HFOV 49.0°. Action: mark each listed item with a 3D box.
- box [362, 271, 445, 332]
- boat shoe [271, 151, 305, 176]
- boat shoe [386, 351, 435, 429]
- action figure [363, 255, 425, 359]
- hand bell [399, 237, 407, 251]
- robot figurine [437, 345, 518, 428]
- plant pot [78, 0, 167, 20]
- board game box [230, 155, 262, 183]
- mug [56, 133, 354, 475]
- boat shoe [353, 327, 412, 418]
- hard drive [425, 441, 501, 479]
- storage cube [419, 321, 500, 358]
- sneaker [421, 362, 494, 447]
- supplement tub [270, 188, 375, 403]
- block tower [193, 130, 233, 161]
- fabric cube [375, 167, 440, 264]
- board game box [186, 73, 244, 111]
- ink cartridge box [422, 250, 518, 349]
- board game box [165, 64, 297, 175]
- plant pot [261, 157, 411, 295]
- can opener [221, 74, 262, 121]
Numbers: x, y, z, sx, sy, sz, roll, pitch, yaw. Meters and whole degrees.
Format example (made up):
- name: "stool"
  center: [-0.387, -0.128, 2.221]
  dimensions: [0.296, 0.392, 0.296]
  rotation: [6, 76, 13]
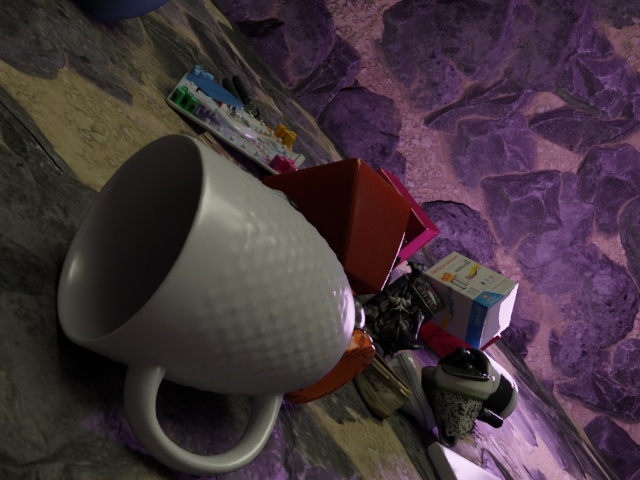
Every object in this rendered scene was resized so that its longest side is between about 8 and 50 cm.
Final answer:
- name: "box"
  center: [0.237, 0.190, 1.980]
  dimensions: [0.142, 0.163, 0.247]
  rotation: [55, 14, 11]
- name: "boat shoe"
  center: [-0.113, -0.253, 2.210]
  dimensions: [0.084, 0.095, 0.258]
  rotation: [52, 12, -9]
- name: "boat shoe"
  center: [0.200, 0.353, 1.618]
  dimensions: [0.083, 0.076, 0.226]
  rotation: [-111, 178, -66]
- name: "action figure"
  center: [0.191, 0.184, 1.783]
  dimensions: [0.164, 0.275, 0.141]
  rotation: [12, -7, -1]
- name: "hand bell"
  center: [0.116, 0.071, 1.748]
  dimensions: [0.126, 0.242, 0.126]
  rotation: [46, 15, -16]
- name: "robot figurine"
  center: [0.454, 0.422, 2.041]
  dimensions: [0.174, 0.209, 0.278]
  rotation: [-3, -33, 47]
- name: "plant pot"
  center: [-0.538, -0.685, 1.809]
  dimensions: [0.290, 0.195, 0.290]
  rotation: [46, 15, -16]
- name: "board game box"
  center: [-0.160, -0.090, 1.732]
  dimensions: [0.165, 0.042, 0.243]
  rotation: [40, 17, -35]
- name: "mug"
  center: [-0.127, 0.104, 0.895]
  dimensions: [0.328, 0.276, 0.374]
  rotation: [34, 54, -39]
- name: "boat shoe"
  center: [0.101, 0.250, 1.542]
  dimensions: [0.104, 0.089, 0.285]
  rotation: [27, 25, -56]
- name: "hard drive"
  center: [0.370, 0.592, 1.580]
  dimensions: [0.319, 0.040, 0.210]
  rotation: [38, 17, -40]
- name: "storage cube"
  center: [0.454, 0.282, 2.356]
  dimensions: [0.184, 0.193, 0.215]
  rotation: [44, 14, -24]
- name: "sneaker"
  center: [0.309, 0.409, 1.721]
  dimensions: [0.158, 0.182, 0.410]
  rotation: [15, -13, 8]
- name: "supplement tub"
  center: [-0.062, 0.093, 1.204]
  dimensions: [0.338, 0.207, 0.207]
  rotation: [57, 15, 27]
- name: "block tower"
  center: [-0.269, -0.148, 1.444]
  dimensions: [0.097, 0.091, 0.335]
  rotation: [47, 13, -9]
- name: "fabric cube"
  center: [0.211, -0.056, 2.372]
  dimensions: [0.258, 0.254, 0.259]
  rotation: [55, 14, 13]
- name: "board game box"
  center: [-0.288, -0.387, 1.869]
  dimensions: [0.169, 0.033, 0.133]
  rotation: [42, 22, 28]
- name: "ink cartridge box"
  center: [0.439, 0.176, 2.118]
  dimensions: [0.233, 0.168, 0.171]
  rotation: [29, 43, 34]
- name: "board game box"
  center: [-0.233, -0.344, 2.003]
  dimensions: [0.390, 0.050, 0.390]
  rotation: [33, 18, -15]
- name: "plant pot"
  center: [0.029, -0.006, 1.611]
  dimensions: [0.267, 0.267, 0.235]
  rotation: [34, 56, -49]
- name: "can opener"
  center: [-0.262, -0.448, 2.362]
  dimensions: [0.095, 0.076, 0.283]
  rotation: [82, -14, -45]
